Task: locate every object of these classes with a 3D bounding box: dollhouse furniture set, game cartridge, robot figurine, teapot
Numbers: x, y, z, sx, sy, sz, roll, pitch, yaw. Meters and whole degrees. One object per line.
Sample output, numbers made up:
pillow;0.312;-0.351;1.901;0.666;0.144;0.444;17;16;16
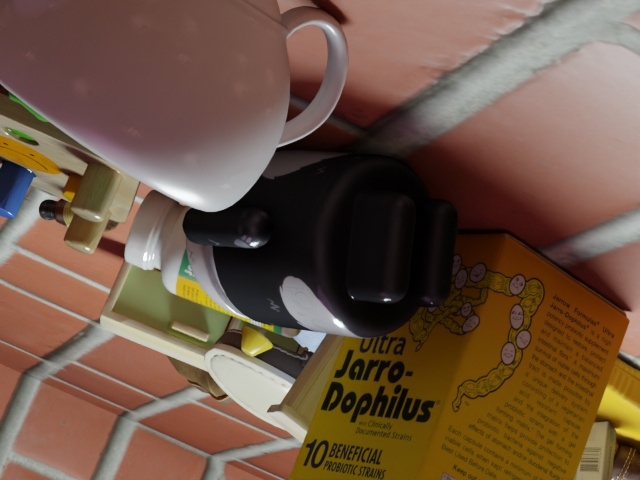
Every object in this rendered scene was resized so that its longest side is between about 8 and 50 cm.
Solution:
dollhouse furniture set;0.040;0.191;2.174;0.286;0.198;0.303;39;162;-13
game cartridge;0.324;0.197;2.198;0.323;0.053;0.285;35;160;-32
robot figurine;-0.001;-0.002;1.738;0.278;0.173;0.209;6;140;46
teapot;-0.110;-0.152;1.362;0.252;0.187;0.256;35;-175;0

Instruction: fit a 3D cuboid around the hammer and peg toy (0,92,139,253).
hammer and peg toy;-0.354;-0.120;1.899;0.361;0.127;0.266;23;167;-4

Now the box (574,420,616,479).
box;0.243;0.282;2.153;0.186;0.145;0.038;-2;154;25

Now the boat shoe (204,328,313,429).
boat shoe;0.006;0.196;2.353;0.324;0.097;0.116;30;148;-7

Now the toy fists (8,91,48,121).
toy fists;-0.192;-0.136;1.682;0.279;0.096;0.142;33;162;-38

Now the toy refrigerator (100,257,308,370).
toy refrigerator;-0.147;0.112;2.443;0.269;0.102;0.094;23;164;0

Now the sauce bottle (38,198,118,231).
sauce bottle;-0.297;-0.034;2.271;0.128;0.042;0.042;8;160;47

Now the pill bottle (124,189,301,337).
pill bottle;-0.103;0.019;2.040;0.208;0.117;0.117;21;165;6

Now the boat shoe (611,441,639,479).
boat shoe;0.361;0.299;2.252;0.073;0.073;0.207;23;165;7

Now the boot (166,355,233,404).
boot;-0.158;0.156;2.620;0.115;0.112;0.305;38;163;-16

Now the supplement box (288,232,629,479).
supplement box;0.127;0.191;1.851;0.195;0.356;0.194;32;161;-32
